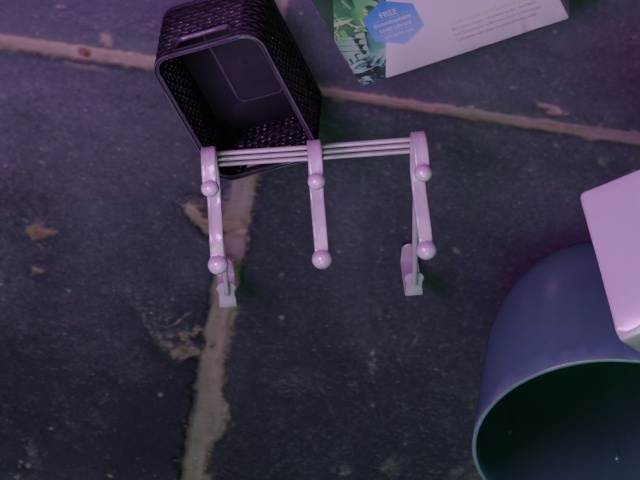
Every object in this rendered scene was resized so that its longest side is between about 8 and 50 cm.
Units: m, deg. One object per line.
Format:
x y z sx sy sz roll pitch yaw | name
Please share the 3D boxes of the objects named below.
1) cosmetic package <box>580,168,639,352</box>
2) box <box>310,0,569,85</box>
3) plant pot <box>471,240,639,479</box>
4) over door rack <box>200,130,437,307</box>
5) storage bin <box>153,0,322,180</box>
0.463 0.047 1.911 0.230 0.161 0.453 -24 153 25 | cosmetic package
0.077 -0.309 1.849 0.232 0.058 0.322 -17 129 20 | box
0.315 0.143 2.156 0.293 0.235 0.293 2 135 2 | plant pot
0.000 0.000 2.053 0.239 0.108 0.324 -3 154 -1 | over door rack
-0.083 -0.162 1.992 0.122 0.084 0.180 -13 131 18 | storage bin
